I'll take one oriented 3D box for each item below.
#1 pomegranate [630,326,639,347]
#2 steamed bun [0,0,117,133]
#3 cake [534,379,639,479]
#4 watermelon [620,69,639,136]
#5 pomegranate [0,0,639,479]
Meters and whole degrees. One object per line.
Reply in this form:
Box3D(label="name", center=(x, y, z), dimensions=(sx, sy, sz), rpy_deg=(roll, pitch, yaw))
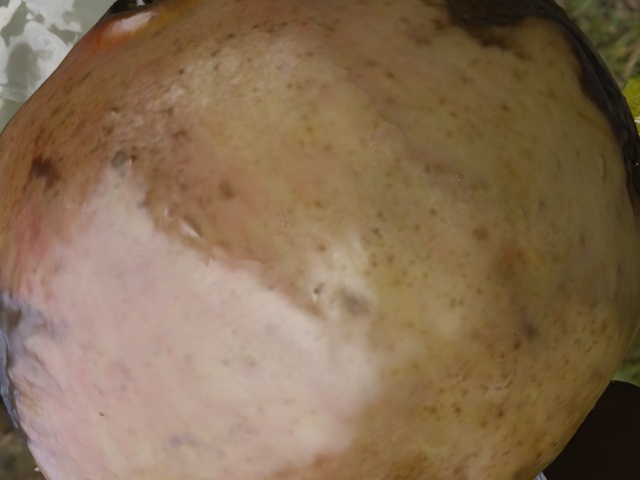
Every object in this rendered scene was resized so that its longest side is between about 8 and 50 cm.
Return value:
Box3D(label="pomegranate", center=(0.207, 0.054, 1.571), dimensions=(0.181, 0.181, 0.224), rpy_deg=(40, 128, 14))
Box3D(label="steamed bun", center=(-0.232, -0.170, 1.478), dimensions=(0.342, 0.368, 0.255), rpy_deg=(-98, -18, -67))
Box3D(label="cake", center=(0.256, 0.250, 1.609), dimensions=(0.178, 0.185, 0.207), rpy_deg=(110, 148, -47))
Box3D(label="watermelon", center=(0.334, -0.074, 1.095), dimensions=(0.301, 0.129, 0.123), rpy_deg=(14, 123, 48))
Box3D(label="pomegranate", center=(0.000, 0.000, 0.760), dimensions=(0.322, 0.322, 0.322), rpy_deg=(31, 145, 25))
